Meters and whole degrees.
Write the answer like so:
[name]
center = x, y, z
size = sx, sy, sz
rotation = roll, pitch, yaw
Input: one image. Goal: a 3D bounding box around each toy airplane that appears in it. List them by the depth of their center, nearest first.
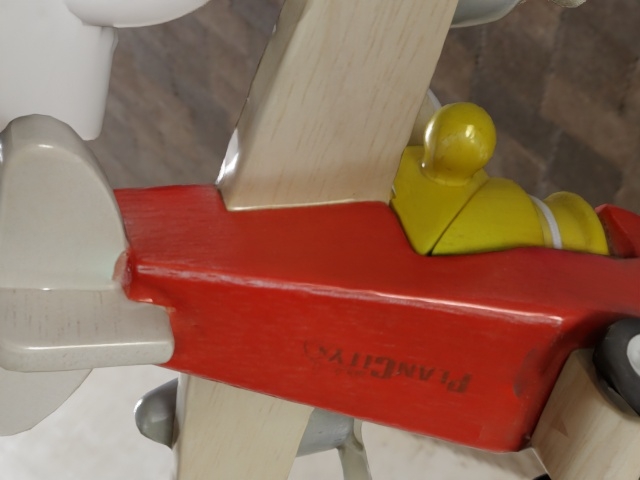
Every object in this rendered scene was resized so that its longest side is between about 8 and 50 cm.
[toy airplane]
center = 0.000, 0.000, 0.744
size = 0.386, 0.272, 0.384
rotation = -23, 124, 23

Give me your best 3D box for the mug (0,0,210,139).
[mug]
center = -0.190, -0.228, 0.753
size = 0.374, 0.328, 0.276
rotation = 10, -174, 20
